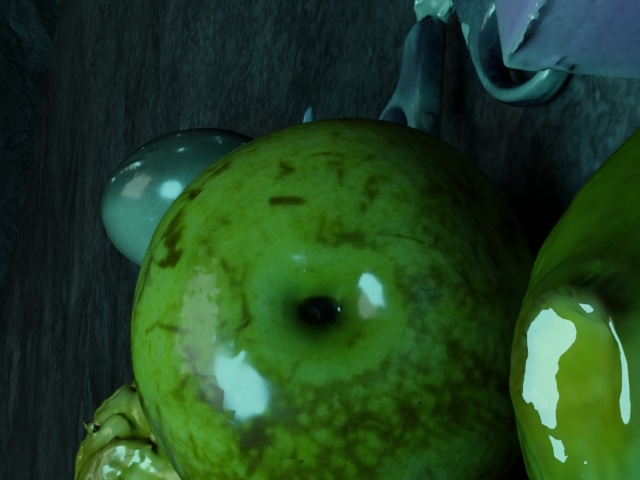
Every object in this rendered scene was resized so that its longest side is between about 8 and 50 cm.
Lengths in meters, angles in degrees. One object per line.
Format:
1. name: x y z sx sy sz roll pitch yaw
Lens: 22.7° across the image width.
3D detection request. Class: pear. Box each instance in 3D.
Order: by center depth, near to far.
1. pear: 0.013 0.061 0.997 0.283 0.283 0.283 -174 90 -71

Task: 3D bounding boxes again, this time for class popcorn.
1. popcorn: -0.071 0.196 1.235 0.190 0.250 0.250 -59 23 7

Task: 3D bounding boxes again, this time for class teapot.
1. teapot: -0.103 0.029 1.495 0.183 0.183 0.251 131 130 -59

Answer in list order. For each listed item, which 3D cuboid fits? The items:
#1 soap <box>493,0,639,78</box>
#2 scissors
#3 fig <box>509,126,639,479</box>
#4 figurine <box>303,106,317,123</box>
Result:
1. soap: 0.160 -0.196 0.752 0.081 0.181 0.259 117 153 -54
2. scissors: 0.092 -0.211 1.166 0.256 0.029 0.383 -43 40 49
3. fig: 0.172 0.037 0.510 0.239 0.271 0.239 -15 71 48
4. figurine: 0.000 0.000 1.256 0.184 0.128 0.208 -125 53 -66
